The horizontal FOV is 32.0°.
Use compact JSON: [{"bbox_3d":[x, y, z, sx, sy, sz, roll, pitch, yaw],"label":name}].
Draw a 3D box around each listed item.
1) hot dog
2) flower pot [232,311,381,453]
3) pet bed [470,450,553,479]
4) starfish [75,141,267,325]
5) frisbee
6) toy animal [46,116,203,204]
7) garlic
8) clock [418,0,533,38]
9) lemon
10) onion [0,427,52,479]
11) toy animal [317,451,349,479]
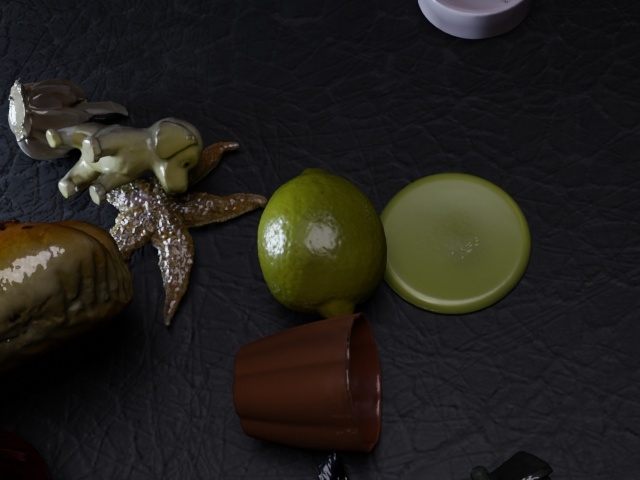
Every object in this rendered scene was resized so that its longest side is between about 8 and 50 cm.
[{"bbox_3d":[-0.435,0.087,1.483,0.365,0.367,0.196,-22,93,-10],"label":"hot dog"},{"bbox_3d":[-0.018,0.193,1.496,0.173,0.190,0.190,-4,63,16],"label":"flower pot"},{"bbox_3d":[0.204,0.371,1.376,0.211,0.183,0.159,-28,67,-10],"label":"pet bed"},{"bbox_3d":[-0.225,-0.039,1.684,0.302,0.060,0.299,-33,63,-12],"label":"starfish"},{"bbox_3d":[0.195,0.000,1.654,0.236,0.017,0.236,-2,64,3],"label":"frisbee"},{"bbox_3d":[-0.292,-0.123,1.649,0.233,0.121,0.169,7,29,37],"label":"toy animal"},{"bbox_3d":[-0.403,-0.203,1.760,0.194,0.127,0.131,-17,80,-33],"label":"garlic"},{"bbox_3d":[0.257,-0.429,1.834,0.197,0.068,0.196,-2,63,4],"label":"clock"},{"bbox_3d":[0.000,0.000,1.580,0.184,0.184,0.248,-11,64,-1],"label":"lemon"},{"bbox_3d":[-0.479,0.370,1.440,0.273,0.285,0.273,-1,26,0],"label":"onion"},{"bbox_3d":[0.023,0.384,1.462,0.108,0.062,0.220,-10,61,-21],"label":"toy animal"}]
